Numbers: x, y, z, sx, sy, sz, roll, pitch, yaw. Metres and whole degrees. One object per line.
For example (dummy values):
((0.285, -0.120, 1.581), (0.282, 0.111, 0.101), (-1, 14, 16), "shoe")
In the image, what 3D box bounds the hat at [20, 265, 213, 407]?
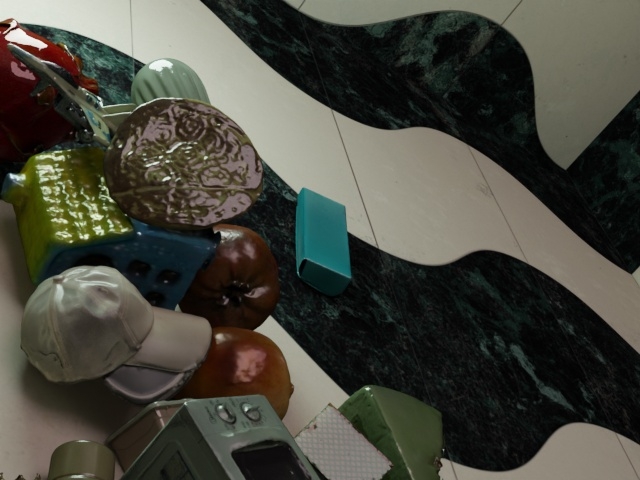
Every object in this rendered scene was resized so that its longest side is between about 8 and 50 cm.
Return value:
((-0.290, 0.123, 1.486), (0.275, 0.161, 0.232), (7, 23, -23), "hat")

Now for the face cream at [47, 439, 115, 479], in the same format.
((-0.294, 0.396, 1.208), (0.137, 0.084, 0.341), (23, 38, -25), "face cream")

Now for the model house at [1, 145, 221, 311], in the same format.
((-0.353, -0.013, 1.648), (0.303, 0.215, 0.237), (12, 34, -35), "model house")

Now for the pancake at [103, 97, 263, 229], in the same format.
((-0.210, -0.120, 1.596), (0.250, 0.031, 0.250), (6, 59, -11), "pancake")

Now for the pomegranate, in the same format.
((-0.135, 0.225, 1.578), (0.191, 0.191, 0.191), (31, 26, -17), "pomegranate")

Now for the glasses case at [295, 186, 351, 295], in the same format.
((-0.002, 0.000, 2.266), (0.117, 0.070, 0.301), (25, 30, -16), "glasses case")

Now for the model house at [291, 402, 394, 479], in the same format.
((-0.006, 0.343, 1.520), (0.178, 0.206, 0.271), (46, 26, 13), "model house")

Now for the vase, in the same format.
((-0.228, -0.190, 1.714), (0.128, 0.128, 0.248), (10, 41, -46), "vase")

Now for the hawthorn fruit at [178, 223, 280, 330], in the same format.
((-0.179, 0.058, 1.807), (0.199, 0.199, 0.251), (26, 4, -26), "hawthorn fruit")

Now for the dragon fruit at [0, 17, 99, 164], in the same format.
((-0.532, -0.246, 1.743), (0.315, 0.250, 0.250), (27, 28, -30), "dragon fruit")

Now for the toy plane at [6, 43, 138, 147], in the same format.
((-0.397, -0.221, 1.641), (0.262, 0.088, 0.192), (29, 18, -31), "toy plane")

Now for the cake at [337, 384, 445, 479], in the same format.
((0.088, 0.376, 1.669), (0.172, 0.158, 0.284), (33, 29, -13), "cake")

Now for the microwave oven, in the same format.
((-0.098, 0.376, 1.305), (0.181, 0.237, 0.295), (5, 41, -53), "microwave oven")

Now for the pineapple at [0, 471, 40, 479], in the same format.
((-0.338, 0.321, 1.123), (0.161, 0.137, 0.176), (4, 42, -4), "pineapple")

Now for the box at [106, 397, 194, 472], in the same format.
((-0.229, 0.275, 1.441), (0.089, 0.122, 0.062), (4, 55, -51), "box")
